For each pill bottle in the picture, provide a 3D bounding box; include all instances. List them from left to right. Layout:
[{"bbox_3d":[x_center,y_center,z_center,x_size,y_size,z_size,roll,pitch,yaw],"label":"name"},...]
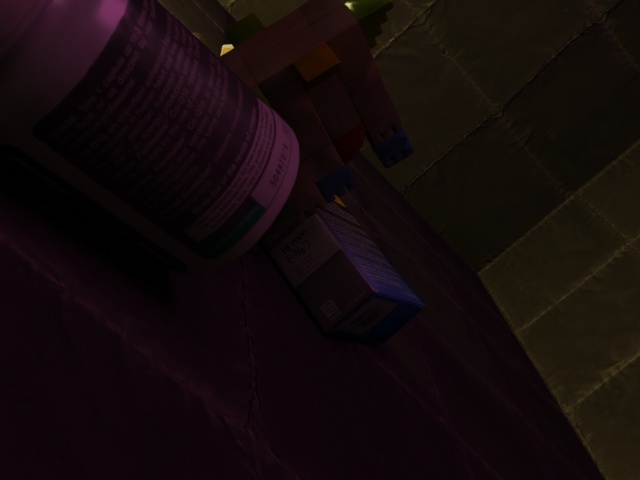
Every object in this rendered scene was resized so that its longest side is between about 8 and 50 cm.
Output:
[{"bbox_3d":[-0.204,-0.136,0.837,0.361,0.204,0.204,40,14,-38],"label":"pill bottle"}]

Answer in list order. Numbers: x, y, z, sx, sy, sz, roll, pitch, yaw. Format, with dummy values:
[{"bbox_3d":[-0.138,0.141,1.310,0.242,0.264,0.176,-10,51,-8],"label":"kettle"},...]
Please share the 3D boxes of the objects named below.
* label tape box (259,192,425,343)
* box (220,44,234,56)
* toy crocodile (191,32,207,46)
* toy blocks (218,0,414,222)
[{"bbox_3d":[0.000,0.000,1.398,0.334,0.106,0.240,53,13,23],"label":"label tape box"},{"bbox_3d":[-0.119,-0.325,1.749,0.103,0.114,0.203,13,2,-37],"label":"box"},{"bbox_3d":[-0.255,-0.269,1.353,0.340,0.105,0.115,8,69,-65],"label":"toy crocodile"},{"bbox_3d":[-0.047,-0.142,1.178,0.191,0.381,0.261,59,0,44],"label":"toy blocks"}]
